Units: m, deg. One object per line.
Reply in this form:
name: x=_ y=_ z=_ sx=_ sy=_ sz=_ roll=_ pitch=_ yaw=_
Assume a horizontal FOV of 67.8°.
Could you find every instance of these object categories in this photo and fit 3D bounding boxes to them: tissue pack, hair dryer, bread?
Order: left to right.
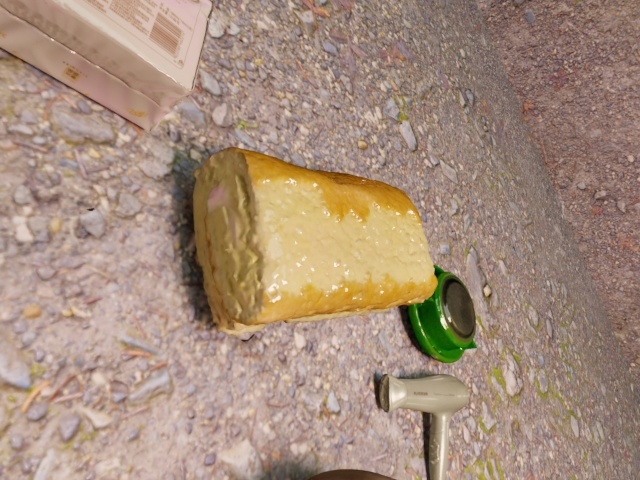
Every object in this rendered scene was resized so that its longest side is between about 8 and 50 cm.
tissue pack: x=-0.260 y=-0.277 z=0.569 sx=0.225 sy=0.124 sz=0.184 roll=28 pitch=52 yaw=-38
bread: x=0.000 y=0.000 z=0.707 sx=0.376 sy=0.165 sz=0.236 roll=1 pitch=70 yaw=-47
hair dryer: x=0.184 y=0.358 z=0.847 sx=0.207 sy=0.075 sz=0.237 roll=12 pitch=72 yaw=-38

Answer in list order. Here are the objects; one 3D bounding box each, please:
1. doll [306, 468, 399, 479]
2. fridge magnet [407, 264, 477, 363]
doll: x=0.007 y=0.411 z=0.485 sx=0.226 sy=0.215 sz=0.370 roll=49 pitch=41 yaw=-28
fridge magnet: x=0.253 y=0.148 z=0.987 sx=0.208 sy=0.088 sz=0.207 roll=24 pitch=55 yaw=-40
